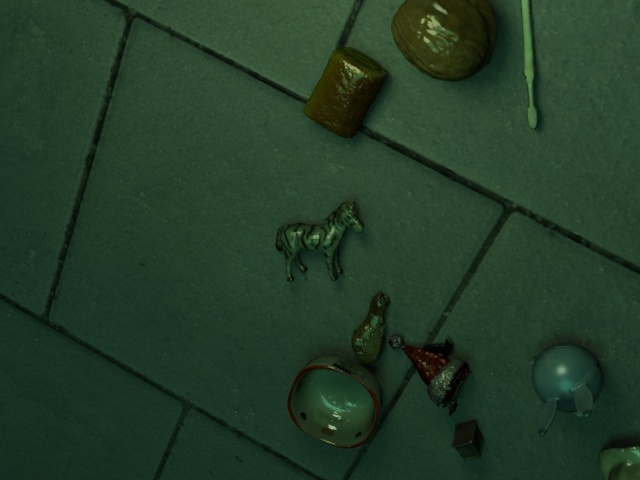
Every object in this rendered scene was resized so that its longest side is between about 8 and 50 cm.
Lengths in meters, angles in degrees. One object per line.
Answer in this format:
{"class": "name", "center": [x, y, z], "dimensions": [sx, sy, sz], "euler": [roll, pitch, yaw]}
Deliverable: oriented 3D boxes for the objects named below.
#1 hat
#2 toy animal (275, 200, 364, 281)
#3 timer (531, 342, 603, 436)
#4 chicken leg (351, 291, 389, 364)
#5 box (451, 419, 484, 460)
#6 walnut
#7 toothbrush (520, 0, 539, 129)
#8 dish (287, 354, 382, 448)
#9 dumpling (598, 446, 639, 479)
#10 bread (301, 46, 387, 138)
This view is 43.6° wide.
{"class": "hat", "center": [0.263, 0.313, 1.986], "dimensions": [0.227, 0.129, 0.140], "euler": [35, 146, 23]}
{"class": "toy animal", "center": [0.010, 0.015, 1.946], "dimensions": [0.255, 0.090, 0.170], "euler": [-21, 100, 24]}
{"class": "timer", "center": [0.566, 0.347, 1.802], "dimensions": [0.175, 0.255, 0.175], "euler": [1, 131, 1]}
{"class": "chicken leg", "center": [0.128, 0.220, 2.002], "dimensions": [0.084, 0.069, 0.198], "euler": [18, 111, 10]}
{"class": "box", "center": [0.376, 0.510, 2.028], "dimensions": [0.060, 0.085, 0.063], "euler": [-23, 109, 26]}
{"class": "walnut", "center": [0.253, -0.417, 1.601], "dimensions": [0.213, 0.213, 0.213], "euler": [8, 115, 17]}
{"class": "toothbrush", "center": [0.430, -0.374, 1.650], "dimensions": [0.026, 0.028, 0.294], "euler": [-3, 111, 20]}
{"class": "dish", "center": [0.048, 0.403, 2.080], "dimensions": [0.256, 0.117, 0.256], "euler": [7, 114, 16]}
{"class": "dumpling", "center": [0.775, 0.580, 1.889], "dimensions": [0.250, 0.132, 0.162], "euler": [40, 130, 18]}
{"class": "bread", "center": [0.057, -0.327, 1.763], "dimensions": [0.132, 0.103, 0.172], "euler": [32, 121, 4]}
